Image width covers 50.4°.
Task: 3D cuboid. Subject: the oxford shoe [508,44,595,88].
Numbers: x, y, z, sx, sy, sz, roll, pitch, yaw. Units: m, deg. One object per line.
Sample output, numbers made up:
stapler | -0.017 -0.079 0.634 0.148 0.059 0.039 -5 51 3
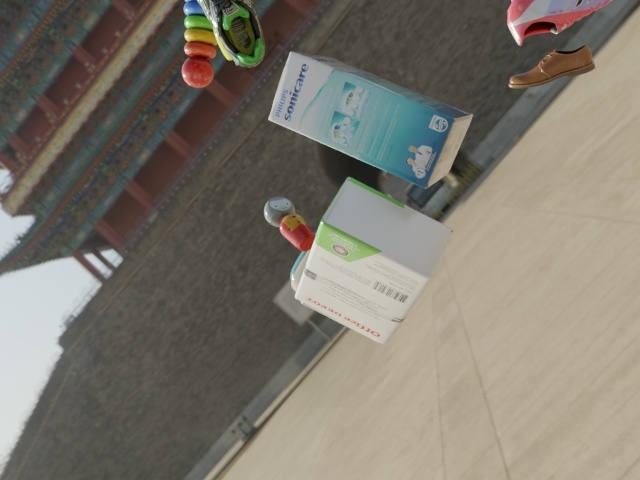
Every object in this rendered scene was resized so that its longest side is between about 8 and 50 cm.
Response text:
oxford shoe | 0.581 -0.444 1.735 0.212 0.076 0.076 -15 25 21

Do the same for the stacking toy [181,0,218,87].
stacking toy | -0.330 -0.592 1.890 0.141 0.141 0.330 -22 -59 -82

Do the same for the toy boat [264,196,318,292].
toy boat | 0.000 0.000 1.541 0.267 0.148 0.318 -49 -36 7

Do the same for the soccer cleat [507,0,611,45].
soccer cleat | 0.488 -0.452 1.318 0.248 0.095 0.083 -12 -14 15

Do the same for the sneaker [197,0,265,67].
sneaker | -0.210 -0.544 1.501 0.134 0.344 0.146 -33 24 -4

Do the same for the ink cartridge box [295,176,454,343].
ink cartridge box | 0.083 0.046 1.191 0.115 0.198 0.273 -60 -5 -32

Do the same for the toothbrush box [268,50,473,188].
toothbrush box | 0.092 -0.213 1.177 0.216 0.295 0.126 -29 -39 -66
